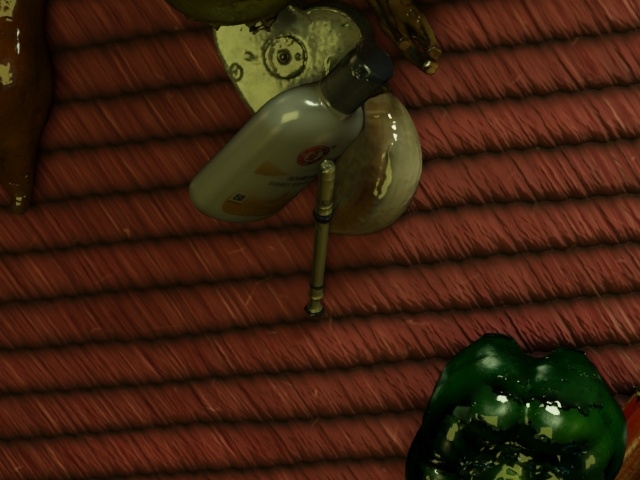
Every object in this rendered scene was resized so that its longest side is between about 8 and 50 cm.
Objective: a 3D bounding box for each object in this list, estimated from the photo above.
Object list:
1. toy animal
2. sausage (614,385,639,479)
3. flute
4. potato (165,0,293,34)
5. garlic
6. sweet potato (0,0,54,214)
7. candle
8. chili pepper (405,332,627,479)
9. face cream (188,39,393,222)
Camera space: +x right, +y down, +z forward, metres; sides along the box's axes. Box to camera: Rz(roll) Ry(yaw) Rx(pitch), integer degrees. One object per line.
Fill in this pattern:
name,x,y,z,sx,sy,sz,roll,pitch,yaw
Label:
toy animal,0.062,-0.306,1.652,0.054,0.149,0.275,-30,67,6
sausage,0.331,0.296,1.760,0.083,0.083,0.264,37,108,0
flute,0.000,0.000,1.723,0.027,0.027,0.233,11,131,7
potato,-0.107,-0.407,1.584,0.270,0.219,0.359,-44,57,47
garlic,0.068,-0.082,1.715,0.101,0.087,0.195,24,109,17
sweet potato,-0.378,-0.203,1.753,0.112,0.112,0.359,4,107,9
candle,-0.040,-0.214,1.710,0.192,0.068,0.168,17,107,10
chili pepper,0.220,0.228,1.674,0.233,0.257,0.248,35,108,-5
face cream,-0.025,-0.120,1.656,0.291,0.144,0.071,-41,61,36
